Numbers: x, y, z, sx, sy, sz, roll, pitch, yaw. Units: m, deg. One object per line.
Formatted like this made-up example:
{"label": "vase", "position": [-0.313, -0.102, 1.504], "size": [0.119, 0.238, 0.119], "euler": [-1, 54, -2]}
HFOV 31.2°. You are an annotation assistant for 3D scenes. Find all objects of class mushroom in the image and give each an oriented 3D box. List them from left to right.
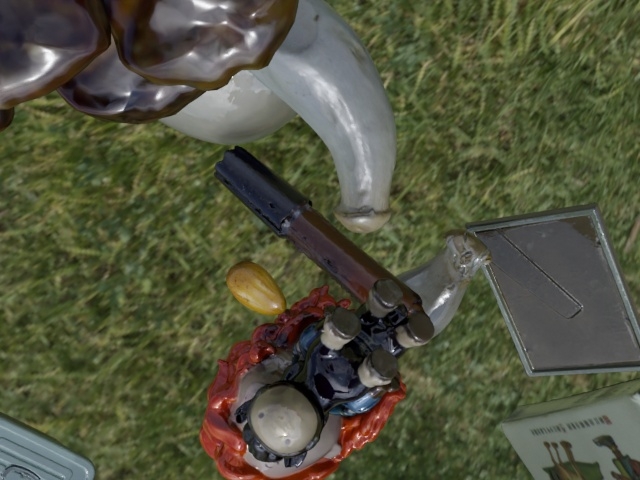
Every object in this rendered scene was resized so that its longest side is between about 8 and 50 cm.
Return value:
{"label": "mushroom", "position": [0.012, -0.139, 1.171], "size": [0.118, 0.103, 0.270], "euler": [-31, 97, 10]}
{"label": "mushroom", "position": [0.172, 0.080, 1.760], "size": [0.116, 0.093, 0.225], "euler": [48, 128, -2]}

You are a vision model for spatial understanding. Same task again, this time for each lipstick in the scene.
{"label": "lipstick", "position": [0.000, 0.000, 1.728], "size": [0.418, 0.077, 0.077], "euler": [41, 121, 21]}

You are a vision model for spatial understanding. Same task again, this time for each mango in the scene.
{"label": "mango", "position": [-0.079, 0.062, 1.435], "size": [0.089, 0.046, 0.060], "euler": [36, 140, 21]}

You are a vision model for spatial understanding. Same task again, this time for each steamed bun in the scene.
{"label": "steamed bun", "position": [-0.180, -0.325, 1.861], "size": [0.374, 0.334, 0.334], "euler": [30, 120, -10]}

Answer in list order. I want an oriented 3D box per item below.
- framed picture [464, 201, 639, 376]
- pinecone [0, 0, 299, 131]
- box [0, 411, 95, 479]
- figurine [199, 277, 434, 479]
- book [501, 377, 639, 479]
{"label": "framed picture", "position": [0.386, 0.090, 1.852], "size": [0.232, 0.024, 0.315], "euler": [-8, 119, 36]}
{"label": "pinecone", "position": [-0.096, -0.159, 0.410], "size": [0.244, 0.309, 0.244], "euler": [1, 106, 4]}
{"label": "box", "position": [-0.256, 0.187, 0.938], "size": [0.122, 0.069, 0.084], "euler": [37, 82, -33]}
{"label": "figurine", "position": [-0.011, 0.198, 1.528], "size": [0.241, 0.306, 0.412], "euler": [35, 163, -4]}
{"label": "book", "position": [0.293, 0.272, 0.860], "size": [0.371, 0.043, 0.260], "euler": [54, 163, 4]}
